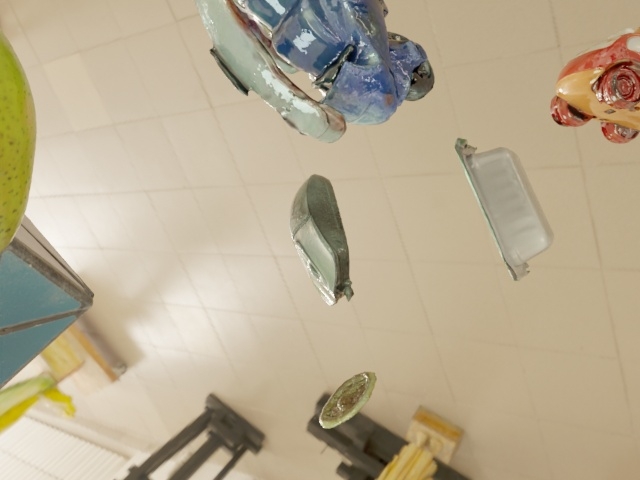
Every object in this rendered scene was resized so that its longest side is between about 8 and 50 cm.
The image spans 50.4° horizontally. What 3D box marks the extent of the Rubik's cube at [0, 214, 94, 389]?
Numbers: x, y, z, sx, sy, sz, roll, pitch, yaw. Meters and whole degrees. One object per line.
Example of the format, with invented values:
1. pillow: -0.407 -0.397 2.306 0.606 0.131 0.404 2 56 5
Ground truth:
1. Rubik's cube: -0.506 0.047 0.901 0.255 0.260 0.259 39 169 24

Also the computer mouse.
1. computer mouse: -0.006 0.000 0.946 0.068 0.229 0.113 -7 136 -6

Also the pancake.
1. pancake: 0.040 0.229 0.985 0.017 0.108 0.108 50 140 -13

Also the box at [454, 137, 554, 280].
1. box: 0.435 -0.086 1.552 0.106 0.264 0.336 -26 83 23

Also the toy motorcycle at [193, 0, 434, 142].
1. toy motorcycle: -0.022 -0.239 0.796 0.319 0.241 0.182 41 165 -7

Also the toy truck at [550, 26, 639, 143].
1. toy truck: 0.583 -0.322 1.282 0.265 0.239 0.189 13 172 -17

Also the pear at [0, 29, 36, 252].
1. pear: -0.300 -0.083 0.496 0.187 0.187 0.219 5 118 39
